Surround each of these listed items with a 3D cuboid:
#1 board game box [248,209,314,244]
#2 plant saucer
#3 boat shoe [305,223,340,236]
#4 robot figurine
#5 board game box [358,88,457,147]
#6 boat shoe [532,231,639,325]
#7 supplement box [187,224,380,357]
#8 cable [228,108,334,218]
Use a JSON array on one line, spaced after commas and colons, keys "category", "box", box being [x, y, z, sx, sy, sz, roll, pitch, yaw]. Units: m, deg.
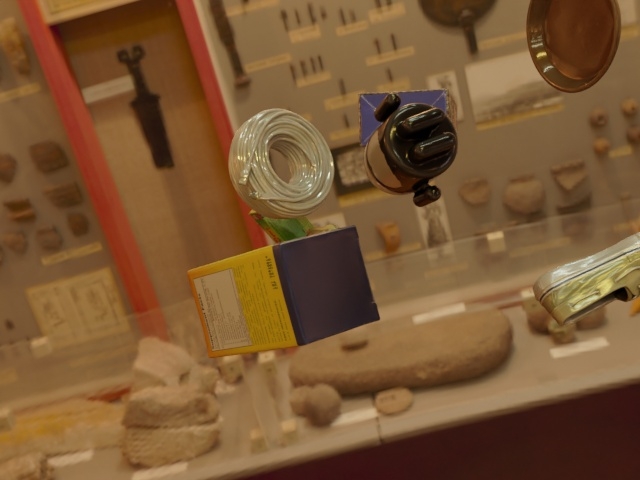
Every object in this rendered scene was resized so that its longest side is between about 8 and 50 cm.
[{"category": "board game box", "box": [-0.083, -0.036, 2.153, 0.092, 0.181, 0.043, -51, 23, -23]}, {"category": "plant saucer", "box": [0.550, -0.460, 1.885, 0.041, 0.277, 0.278, -11, 18, -25]}, {"category": "boat shoe", "box": [0.002, 0.001, 2.069, 0.153, 0.056, 0.048, -13, 39, 57]}, {"category": "robot figurine", "box": [0.194, -0.197, 1.917, 0.174, 0.209, 0.278, 17, -14, -10]}, {"category": "board game box", "box": [0.242, -0.310, 2.336, 0.232, 0.141, 0.291, -1, 0, 14]}, {"category": "boat shoe", "box": [0.524, 0.066, 1.534, 0.302, 0.109, 0.094, -22, 62, -5]}, {"category": "supplement box", "box": [-0.083, 0.108, 1.749, 0.195, 0.194, 0.357, -14, -1, -39]}, {"category": "cable", "box": [-0.088, -0.171, 1.989, 0.089, 0.257, 0.257, -23, 53, 47]}]
